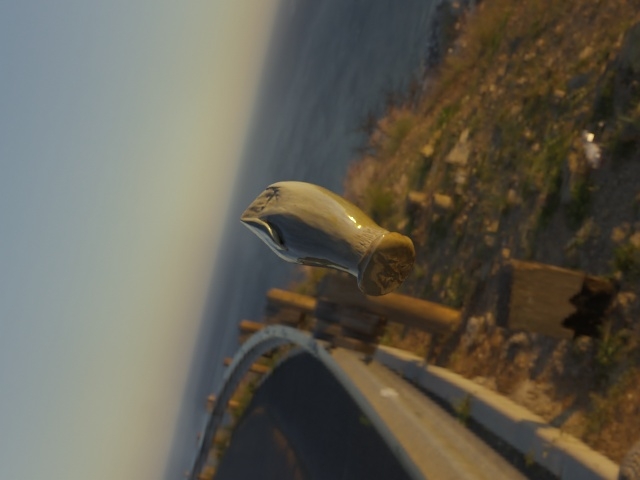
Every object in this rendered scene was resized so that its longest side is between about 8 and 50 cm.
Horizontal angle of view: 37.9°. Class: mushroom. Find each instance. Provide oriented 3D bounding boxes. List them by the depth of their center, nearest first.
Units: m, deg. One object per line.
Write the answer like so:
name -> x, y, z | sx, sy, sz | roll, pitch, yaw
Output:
mushroom -> -0.001, -0.010, 1.127 | 0.247, 0.096, 0.108 | 19, 106, 40
